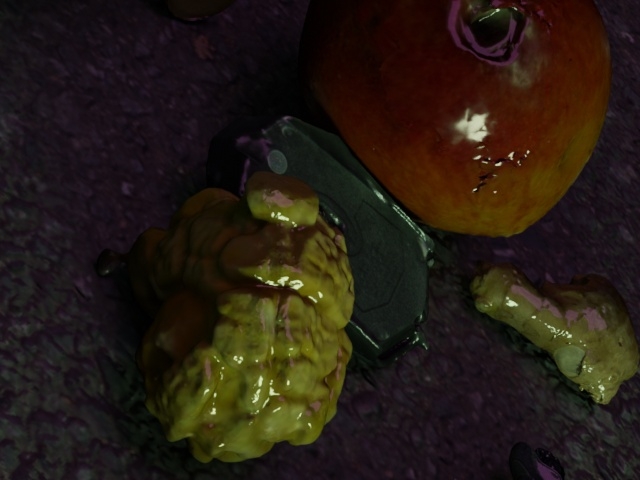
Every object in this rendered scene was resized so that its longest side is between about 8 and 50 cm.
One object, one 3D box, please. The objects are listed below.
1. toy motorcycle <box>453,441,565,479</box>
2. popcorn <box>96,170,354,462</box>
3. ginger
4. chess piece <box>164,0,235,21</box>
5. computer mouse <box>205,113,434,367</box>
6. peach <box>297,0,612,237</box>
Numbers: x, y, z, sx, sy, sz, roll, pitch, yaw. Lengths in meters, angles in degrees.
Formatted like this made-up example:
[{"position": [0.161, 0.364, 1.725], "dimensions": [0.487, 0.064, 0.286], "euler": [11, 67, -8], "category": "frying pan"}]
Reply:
[{"position": [0.166, 0.228, 1.448], "dimensions": [0.100, 0.058, 0.173], "euler": [-5, 64, -41], "category": "toy motorcycle"}, {"position": [-0.043, 0.046, 1.313], "dimensions": [0.140, 0.163, 0.194], "euler": [39, 23, -40], "category": "popcorn"}, {"position": [0.199, 0.056, 1.622], "dimensions": [0.165, 0.067, 0.096], "euler": [38, 59, -14], "category": "ginger"}, {"position": [-0.110, -0.239, 1.579], "dimensions": [0.066, 0.066, 0.122], "euler": [8, 46, -41], "category": "chess piece"}, {"position": [-0.002, 0.002, 1.467], "dimensions": [0.231, 0.071, 0.126], "euler": [43, 49, -22], "category": "computer mouse"}, {"position": [0.105, -0.128, 1.528], "dimensions": [0.281, 0.238, 0.281], "euler": [-18, 90, -90], "category": "peach"}]
